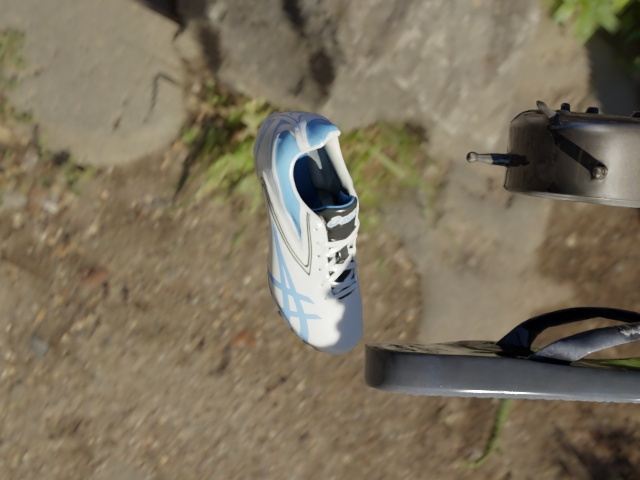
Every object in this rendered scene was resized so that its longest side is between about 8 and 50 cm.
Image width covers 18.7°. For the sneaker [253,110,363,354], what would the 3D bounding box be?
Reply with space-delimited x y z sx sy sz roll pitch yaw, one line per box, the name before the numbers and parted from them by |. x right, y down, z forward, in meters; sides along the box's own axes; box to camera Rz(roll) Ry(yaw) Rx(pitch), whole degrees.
sneaker | 0.000 0.000 1.703 0.085 0.086 0.237 -30 119 -32

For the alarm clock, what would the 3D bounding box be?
alarm clock | 0.196 -0.053 1.243 0.192 0.129 0.064 5 93 -45

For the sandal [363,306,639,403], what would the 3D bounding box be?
sandal | 0.151 0.068 1.192 0.254 0.097 0.054 3 91 -25
